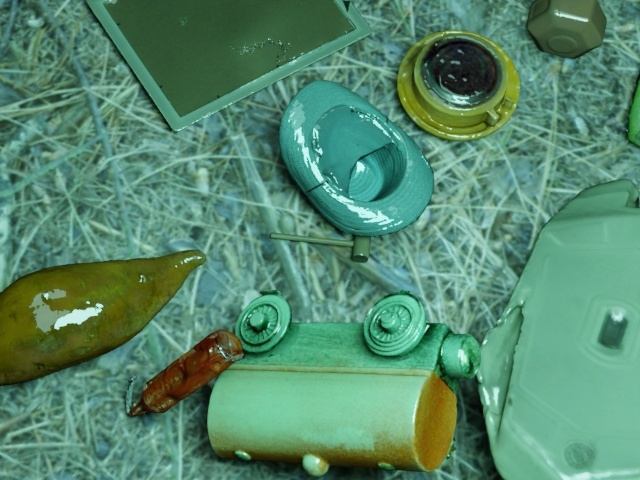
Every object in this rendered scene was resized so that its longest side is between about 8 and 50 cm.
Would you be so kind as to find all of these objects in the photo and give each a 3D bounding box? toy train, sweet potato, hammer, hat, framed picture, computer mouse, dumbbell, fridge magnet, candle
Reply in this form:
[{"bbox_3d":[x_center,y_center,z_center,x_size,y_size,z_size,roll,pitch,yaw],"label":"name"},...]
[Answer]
[{"bbox_3d":[0.015,0.147,1.399,0.285,0.116,0.177,-1,59,32],"label":"toy train"},{"bbox_3d":[-0.278,0.083,1.464,0.359,0.112,0.112,-22,68,-16],"label":"sweet potato"},{"bbox_3d":[0.000,0.000,1.571,0.110,0.019,0.036,6,64,5],"label":"hammer"},{"bbox_3d":[0.034,-0.087,1.583,0.191,0.078,0.138,46,69,-3],"label":"hat"},{"bbox_3d":[-0.107,-0.262,1.688,0.273,0.016,0.216,-28,68,-16],"label":"framed picture"},{"bbox_3d":[0.290,0.118,1.465,0.228,0.145,0.429,19,53,13],"label":"computer mouse"},{"bbox_3d":[0.307,-0.325,1.707,0.082,0.092,0.231,26,62,-21],"label":"dumbbell"},{"bbox_3d":[0.158,-0.180,1.638,0.143,0.063,0.143,1,68,-3],"label":"fridge magnet"},{"bbox_3d":[-0.144,0.136,1.433,0.048,0.162,0.053,48,31,-11],"label":"candle"}]

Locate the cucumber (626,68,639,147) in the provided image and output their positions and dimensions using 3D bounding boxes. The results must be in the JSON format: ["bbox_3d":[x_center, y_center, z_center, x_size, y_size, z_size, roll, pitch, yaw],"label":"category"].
[{"bbox_3d":[0.426,-0.183,1.649,0.115,0.086,0.193,3,55,48],"label":"cucumber"}]
